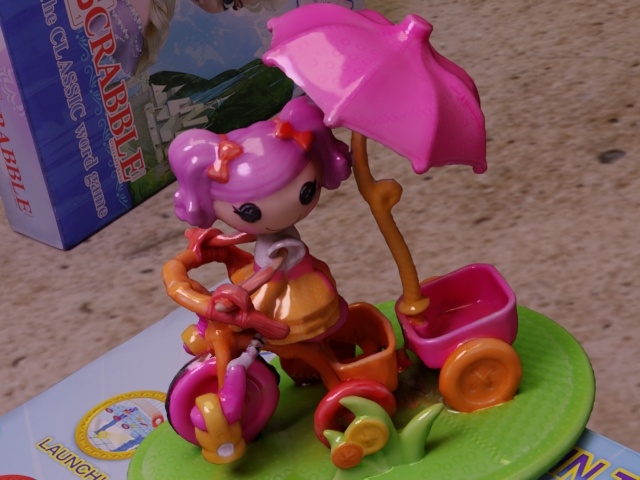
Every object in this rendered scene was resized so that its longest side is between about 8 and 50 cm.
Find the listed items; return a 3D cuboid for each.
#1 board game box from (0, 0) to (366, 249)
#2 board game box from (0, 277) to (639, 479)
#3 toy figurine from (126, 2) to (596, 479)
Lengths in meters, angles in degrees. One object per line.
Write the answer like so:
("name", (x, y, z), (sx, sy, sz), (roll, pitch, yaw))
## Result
("board game box", (-0.109, -0.207, 1.130), (0.066, 0.319, 0.318), (19, 44, 38))
("board game box", (-0.037, 0.156, 0.569), (0.302, 0.086, 0.308), (-31, 35, -30))
("toy figurine", (0.000, 0.000, 0.574), (0.173, 0.159, 0.130), (-17, 31, -7))
